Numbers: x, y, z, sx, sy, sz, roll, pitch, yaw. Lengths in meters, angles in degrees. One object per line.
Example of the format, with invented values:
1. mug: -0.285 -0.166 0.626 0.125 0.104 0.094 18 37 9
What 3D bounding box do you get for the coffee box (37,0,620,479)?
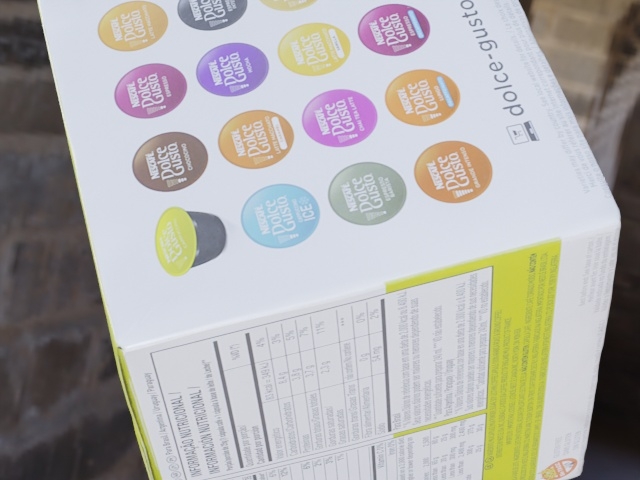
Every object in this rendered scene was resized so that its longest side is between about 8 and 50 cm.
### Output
1. coffee box: 0.000 0.000 1.130 0.334 0.338 0.338 -14 54 -6
